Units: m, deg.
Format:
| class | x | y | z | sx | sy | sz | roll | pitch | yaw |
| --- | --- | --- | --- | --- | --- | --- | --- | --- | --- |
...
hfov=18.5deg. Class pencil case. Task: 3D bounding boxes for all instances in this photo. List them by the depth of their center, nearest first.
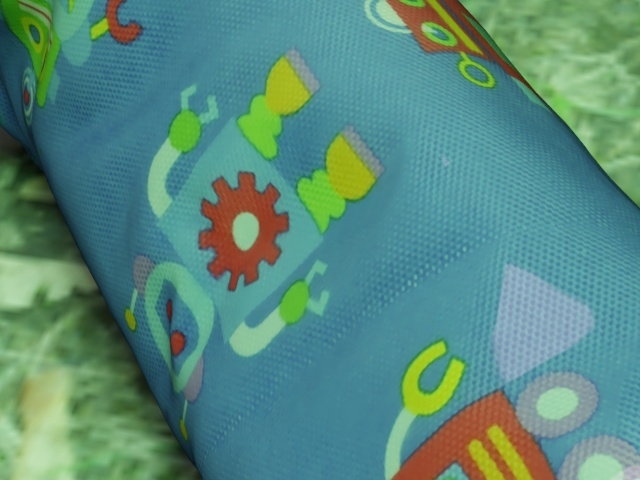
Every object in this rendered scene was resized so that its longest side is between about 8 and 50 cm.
| class | x | y | z | sx | sy | sz | roll | pitch | yaw |
| --- | --- | --- | --- | --- | --- | --- | --- | --- | --- |
| pencil case | 0.000 | 0.000 | 0.477 | 0.119 | 0.133 | 0.306 | 15 | 30 | -46 |
